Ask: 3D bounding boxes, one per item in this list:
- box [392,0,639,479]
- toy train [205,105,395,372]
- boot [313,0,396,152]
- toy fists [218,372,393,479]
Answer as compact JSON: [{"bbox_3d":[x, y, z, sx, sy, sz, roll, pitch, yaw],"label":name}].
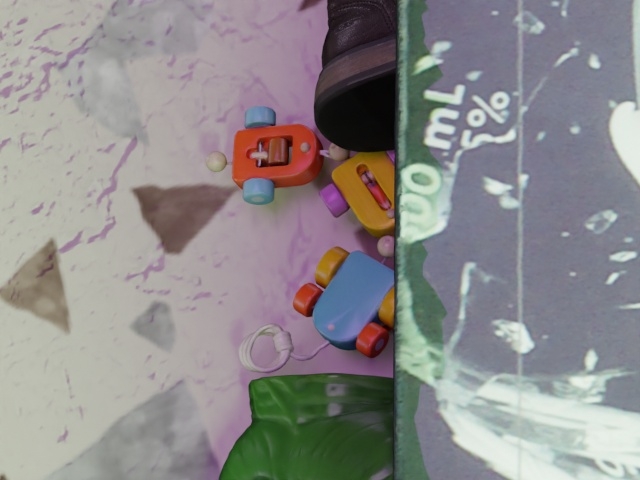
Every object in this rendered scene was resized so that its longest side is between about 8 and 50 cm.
[{"bbox_3d":[0.279,0.080,0.811,0.471,0.297,0.480,-1,82,12],"label":"box"},{"bbox_3d":[0.000,0.000,1.142,0.125,0.046,0.166,-10,66,15],"label":"toy train"},{"bbox_3d":[0.095,-0.179,1.132,0.263,0.091,0.229,-12,53,16],"label":"boot"},{"bbox_3d":[0.075,0.144,1.041,0.279,0.096,0.142,-2,74,15],"label":"toy fists"}]
